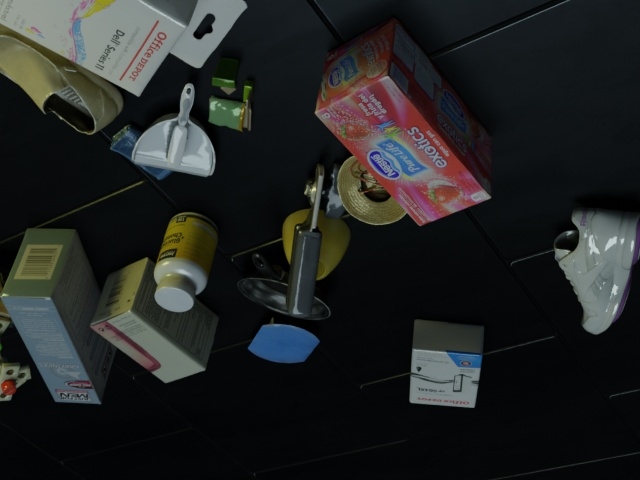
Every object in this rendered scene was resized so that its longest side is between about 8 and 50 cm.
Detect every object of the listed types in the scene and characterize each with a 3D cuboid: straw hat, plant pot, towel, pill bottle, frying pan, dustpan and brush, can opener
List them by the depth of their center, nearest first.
[{"bbox_3d":[-0.244,-0.192,1.707,0.147,0.060,0.211,10,126,-11],"label":"dustpan and brush"},{"bbox_3d":[0.101,-0.105,1.742,0.144,0.061,0.144,6,122,10],"label":"straw hat"},{"bbox_3d":[0.000,0.000,1.776,0.095,0.076,0.283,5,104,-9],"label":"can opener"},{"bbox_3d":[-0.318,-0.160,1.788,0.119,0.029,0.067,36,132,-26],"label":"towel"},{"bbox_3d":[-0.013,0.019,1.877,0.134,0.095,0.134,5,138,5],"label":"plant pot"},{"bbox_3d":[-0.260,0.042,1.885,0.103,0.184,0.103,5,138,5],"label":"pill bottle"},{"bbox_3d":[-0.103,0.079,1.944,0.197,0.053,0.326,2,153,35],"label":"frying pan"}]

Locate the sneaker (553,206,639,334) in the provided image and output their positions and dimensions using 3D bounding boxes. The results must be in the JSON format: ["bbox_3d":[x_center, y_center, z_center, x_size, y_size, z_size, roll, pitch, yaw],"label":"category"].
[{"bbox_3d":[0.504,0.049,1.820,0.152,0.114,0.305,14,136,16],"label":"sneaker"}]

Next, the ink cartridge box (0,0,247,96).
[{"bbox_3d":[-0.314,-0.355,1.482,0.353,0.119,0.207,27,145,-18],"label":"ink cartridge box"}]

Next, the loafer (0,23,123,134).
[{"bbox_3d":[-0.455,-0.271,1.642,0.268,0.092,0.102,30,135,-21],"label":"loafer"}]

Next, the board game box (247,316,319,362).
[{"bbox_3d":[-0.079,0.215,2.161,0.133,0.033,0.168,15,144,-14],"label":"board game box"}]

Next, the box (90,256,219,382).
[{"bbox_3d":[-0.346,0.171,2.074,0.127,0.148,0.232,-22,129,31],"label":"box"}]

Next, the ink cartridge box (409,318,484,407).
[{"bbox_3d":[0.269,0.267,2.107,0.148,0.086,0.203,4,138,7],"label":"ink cartridge box"}]

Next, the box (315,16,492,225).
[{"bbox_3d":[0.141,-0.185,1.577,0.142,0.154,0.300,-22,131,32],"label":"box"}]

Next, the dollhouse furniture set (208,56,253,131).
[{"bbox_3d":[-0.155,-0.230,1.654,0.076,0.058,0.151,10,139,1],"label":"dollhouse furniture set"}]

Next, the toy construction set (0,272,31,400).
[{"bbox_3d":[-0.716,0.174,2.058,0.215,0.327,0.151,-52,151,19],"label":"toy construction set"}]

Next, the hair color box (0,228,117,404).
[{"bbox_3d":[-0.540,0.166,2.079,0.114,0.185,0.374,1,138,9],"label":"hair color box"}]
